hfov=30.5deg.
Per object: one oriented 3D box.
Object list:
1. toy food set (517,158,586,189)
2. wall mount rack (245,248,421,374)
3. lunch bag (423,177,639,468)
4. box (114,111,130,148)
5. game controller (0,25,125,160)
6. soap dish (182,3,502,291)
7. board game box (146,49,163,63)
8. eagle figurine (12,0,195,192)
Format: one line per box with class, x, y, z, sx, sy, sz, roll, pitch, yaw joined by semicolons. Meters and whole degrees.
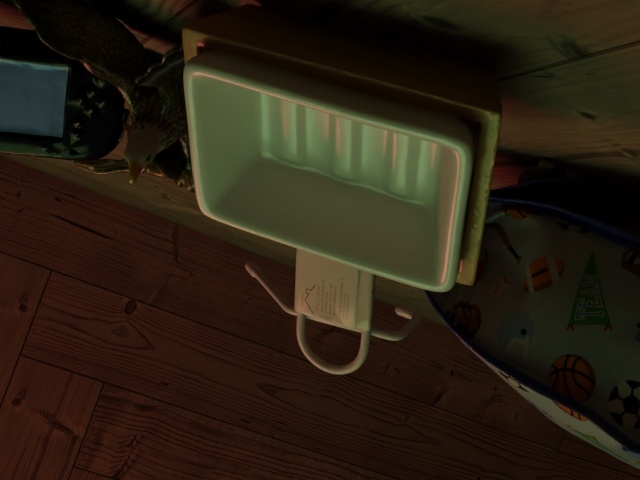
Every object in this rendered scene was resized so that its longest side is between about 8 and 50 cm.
toy food set;0.266;-0.066;1.322;0.078;0.019;0.122;19;166;-3
wall mount rack;0.000;0.000;1.656;0.304;0.350;0.130;14;-154;23
lunch bag;0.303;0.094;1.337;0.385;0.239;0.328;27;174;38
box;-0.426;-0.215;1.912;0.220;0.051;0.175;21;173;-14
game controller;-0.402;-0.184;1.441;0.319;0.167;0.067;6;-155;-13
soap dish;0.022;-0.088;1.082;0.290;0.118;0.229;17;141;14
board game box;-0.188;-0.195;1.510;0.126;0.026;0.186;22;173;-17
eagle figurine;-0.177;-0.164;1.260;0.226;0.225;0.298;-18;141;-10
